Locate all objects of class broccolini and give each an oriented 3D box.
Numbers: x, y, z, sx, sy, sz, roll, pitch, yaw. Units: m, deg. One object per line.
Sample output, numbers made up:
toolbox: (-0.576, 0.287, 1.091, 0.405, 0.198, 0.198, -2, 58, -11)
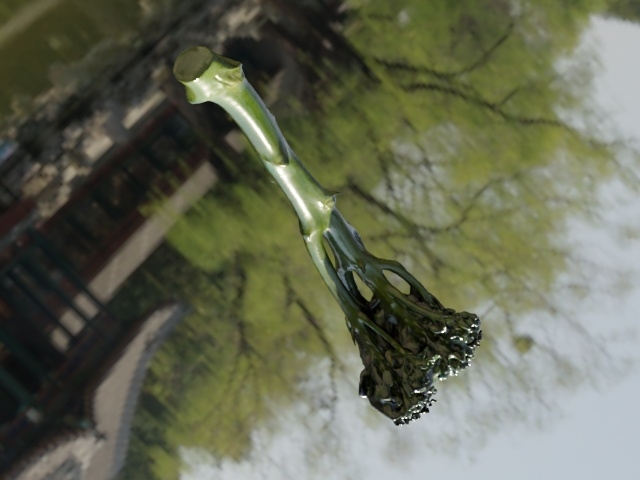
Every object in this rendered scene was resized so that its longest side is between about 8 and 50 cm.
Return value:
broccolini: (-0.002, -0.003, 0.473, 0.054, 0.194, 0.052, -39, -141, 2)
